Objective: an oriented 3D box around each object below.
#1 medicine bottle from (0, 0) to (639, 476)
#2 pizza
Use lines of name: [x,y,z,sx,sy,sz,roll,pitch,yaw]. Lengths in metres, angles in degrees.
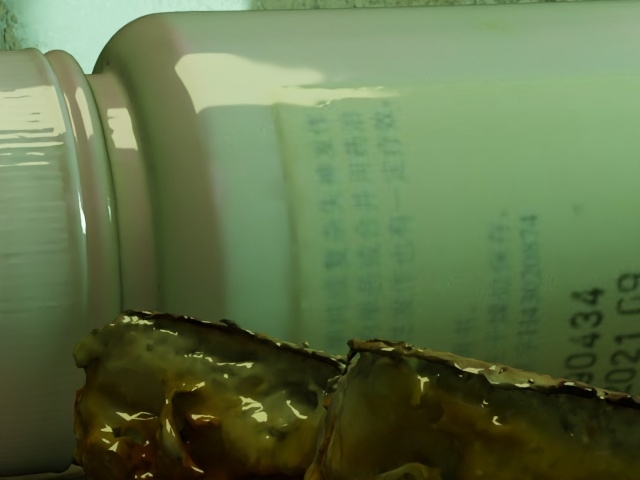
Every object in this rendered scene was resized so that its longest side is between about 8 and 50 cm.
medicine bottle: [0.000,0.000,0.879,0.378,0.214,0.213,-3,3,-18]
pizza: [0.019,0.078,0.566,0.161,0.086,0.305,23,-13,-39]
